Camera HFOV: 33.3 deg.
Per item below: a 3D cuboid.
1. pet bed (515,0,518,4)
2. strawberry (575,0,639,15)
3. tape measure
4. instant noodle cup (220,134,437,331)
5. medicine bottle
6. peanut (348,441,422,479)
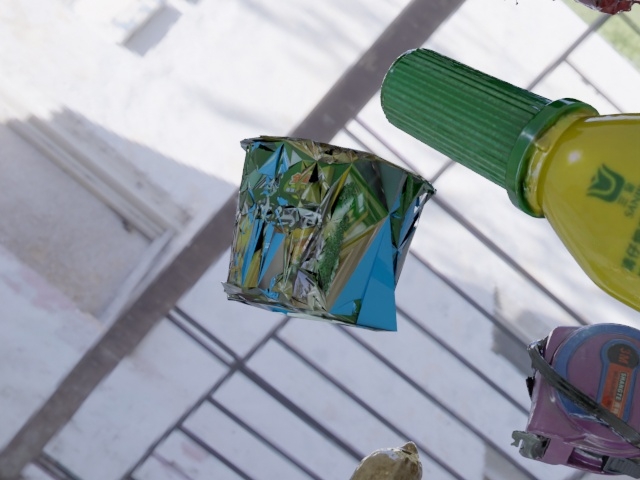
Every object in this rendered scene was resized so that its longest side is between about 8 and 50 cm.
[{"bbox_3d":[0.120,-0.255,0.709,0.201,0.053,0.201,-3,86,51],"label":"pet bed"},{"bbox_3d":[0.326,-0.313,0.941,0.261,0.257,0.261,-5,84,58],"label":"strawberry"},{"bbox_3d":[0.429,0.245,1.656,0.149,0.245,0.231,89,-160,-54],"label":"tape measure"},{"bbox_3d":[0.000,0.000,1.202,0.240,0.240,0.178,170,114,-74],"label":"instant noodle cup"},{"bbox_3d":[0.161,-0.034,0.608,0.076,0.309,0.111,19,-78,-58],"label":"medicine bottle"},{"bbox_3d":[0.065,0.356,1.457,0.228,0.085,0.104,-45,-35,-31],"label":"peanut"}]
